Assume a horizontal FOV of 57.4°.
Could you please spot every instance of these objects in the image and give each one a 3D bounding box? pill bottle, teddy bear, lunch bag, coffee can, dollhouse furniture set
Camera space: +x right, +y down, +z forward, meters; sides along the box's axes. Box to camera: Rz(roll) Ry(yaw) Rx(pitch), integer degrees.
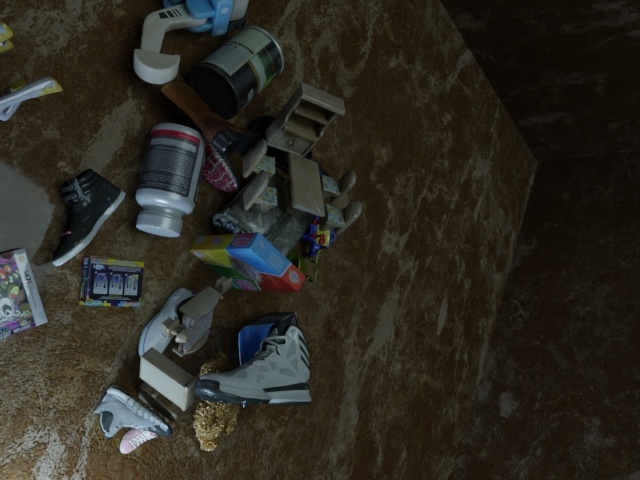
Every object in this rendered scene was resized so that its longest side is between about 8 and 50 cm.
[{"bbox_3d":[-0.458,-0.178,1.777,0.176,0.176,0.318,22,72,-43],"label":"pill bottle"},{"bbox_3d":[-0.317,0.529,1.880,0.245,0.113,0.338,-8,118,-56],"label":"teddy bear"},{"bbox_3d":[-0.205,-0.077,2.013,0.256,0.213,0.305,54,54,-26],"label":"lunch bag"},{"bbox_3d":[-0.278,-0.564,1.960,0.275,0.202,0.201,-53,124,-33],"label":"coffee can"},{"bbox_3d":[-0.359,0.335,1.786,0.355,0.174,0.303,-41,157,-47],"label":"dollhouse furniture set"},{"bbox_3d":[-0.039,-0.272,1.915,0.362,0.256,0.394,15,50,-31],"label":"dollhouse furniture set"}]

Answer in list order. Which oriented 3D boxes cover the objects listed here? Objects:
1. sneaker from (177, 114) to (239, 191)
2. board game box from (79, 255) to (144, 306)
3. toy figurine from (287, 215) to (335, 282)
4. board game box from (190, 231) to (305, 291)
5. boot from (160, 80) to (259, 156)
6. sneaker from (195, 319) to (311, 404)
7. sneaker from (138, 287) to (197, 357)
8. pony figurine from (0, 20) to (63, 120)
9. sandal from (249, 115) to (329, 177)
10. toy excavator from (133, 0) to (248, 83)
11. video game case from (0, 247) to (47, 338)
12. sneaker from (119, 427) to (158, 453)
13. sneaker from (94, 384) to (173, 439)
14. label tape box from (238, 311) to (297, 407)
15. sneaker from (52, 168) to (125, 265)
[{"bbox_3d":[-0.346,-0.298,1.939,0.112,0.121,0.299,-45,118,-41],"label":"sneaker"},{"bbox_3d":[-0.606,0.122,1.704,0.170,0.048,0.141,10,79,-45],"label":"board game box"},{"bbox_3d":[0.000,0.000,2.245,0.217,0.191,0.362,12,81,-50],"label":"toy figurine"},{"bbox_3d":[-0.239,0.073,1.893,0.242,0.317,0.064,45,58,-34],"label":"board game box"},{"bbox_3d":[-0.344,-0.384,1.852,0.280,0.096,0.264,43,25,6],"label":"boot"},{"bbox_3d":[-0.194,0.366,1.783,0.447,0.169,0.257,20,66,-50],"label":"sneaker"},{"bbox_3d":[-0.468,0.257,1.809,0.094,0.091,0.258,45,58,-35],"label":"sneaker"},{"bbox_3d":[-0.831,-0.336,1.338,0.363,0.303,0.351,-54,151,-16],"label":"pony figurine"},{"bbox_3d":[-0.086,-0.322,2.215,0.446,0.107,0.167,39,61,-37],"label":"sandal"},{"bbox_3d":[-0.414,-0.720,1.813,0.445,0.222,0.432,-21,81,-22],"label":"toy excavator"},{"bbox_3d":[-0.834,0.148,1.471,0.232,0.042,0.210,-21,102,-44],"label":"video game case"},{"bbox_3d":[-0.533,0.581,1.745,0.134,0.070,0.051,-46,122,-36],"label":"sneaker"},{"bbox_3d":[-0.551,0.533,1.694,0.229,0.086,0.132,37,71,-2],"label":"sneaker"},{"bbox_3d":[-0.166,0.394,1.994,0.348,0.115,0.249,-14,100,-78],"label":"label tape box"},{"bbox_3d":[-0.677,-0.075,1.606,0.147,0.105,0.295,49,50,-31],"label":"sneaker"}]
